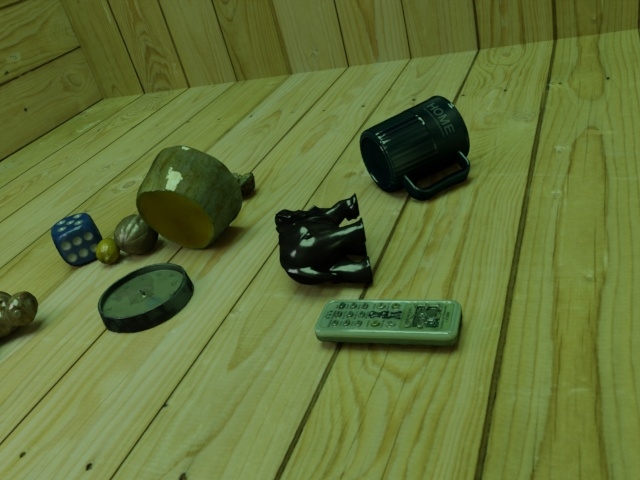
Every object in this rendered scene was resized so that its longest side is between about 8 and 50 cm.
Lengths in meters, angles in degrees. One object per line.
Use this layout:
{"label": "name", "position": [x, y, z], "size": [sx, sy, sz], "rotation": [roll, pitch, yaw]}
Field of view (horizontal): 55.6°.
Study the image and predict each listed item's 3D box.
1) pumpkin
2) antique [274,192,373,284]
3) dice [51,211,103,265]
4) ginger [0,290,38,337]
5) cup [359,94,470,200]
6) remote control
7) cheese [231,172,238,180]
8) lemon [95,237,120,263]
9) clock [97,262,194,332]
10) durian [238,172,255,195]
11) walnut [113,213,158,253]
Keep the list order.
{"label": "pumpkin", "position": [-0.445, -0.124, 1.971], "size": [0.332, 0.332, 0.199], "rotation": [2, 39, 27]}
{"label": "antique", "position": [0.000, 0.000, 1.692], "size": [0.255, 0.185, 0.322], "rotation": [-11, 34, 5]}
{"label": "dice", "position": [-0.848, -0.003, 2.125], "size": [0.143, 0.146, 0.146], "rotation": [-26, 32, -13]}
{"label": "ginger", "position": [-0.994, 0.238, 1.783], "size": [0.304, 0.155, 0.245], "rotation": [-35, 34, -29]}
{"label": "cup", "position": [0.318, -0.289, 2.021], "size": [0.292, 0.307, 0.242], "rotation": [-25, -1, -15]}
{"label": "remote control", "position": [0.156, 0.194, 1.412], "size": [0.336, 0.065, 0.128], "rotation": [-2, 31, 22]}
{"label": "cheese", "position": [-0.484, -0.150, 2.256], "size": [0.400, 0.034, 0.085], "rotation": [-28, 28, 0]}
{"label": "lemon", "position": [-0.722, 0.038, 2.063], "size": [0.082, 0.082, 0.110], "rotation": [-14, 32, 2]}
{"label": "clock", "position": [-0.516, 0.163, 1.787], "size": [0.281, 0.055, 0.280], "rotation": [-12, 30, 7]}
{"label": "durian", "position": [-0.287, -0.205, 2.276], "size": [0.110, 0.071, 0.140], "rotation": [-29, 27, 5]}
{"label": "walnut", "position": [-0.627, -0.021, 2.066], "size": [0.140, 0.140, 0.162], "rotation": [-2, 44, 22]}
